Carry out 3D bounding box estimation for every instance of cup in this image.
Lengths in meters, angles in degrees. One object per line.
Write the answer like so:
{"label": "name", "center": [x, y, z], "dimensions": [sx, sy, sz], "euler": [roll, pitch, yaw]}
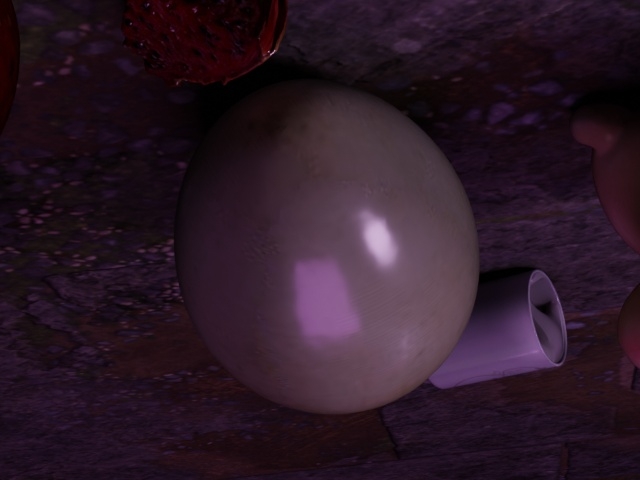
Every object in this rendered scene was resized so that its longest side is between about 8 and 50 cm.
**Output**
{"label": "cup", "center": [0.178, 0.094, 1.612], "dimensions": [0.133, 0.099, 0.136], "euler": [-15, 157, 25]}

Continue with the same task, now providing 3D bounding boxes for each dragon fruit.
{"label": "dragon fruit", "center": [-0.068, -0.137, 1.005], "dimensions": [0.097, 0.063, 0.131], "euler": [30, 156, 0]}

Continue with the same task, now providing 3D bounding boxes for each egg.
{"label": "egg", "center": [0.000, 0.000, 1.137], "dimensions": [0.218, 0.218, 0.295], "euler": [-9, 149, 10]}

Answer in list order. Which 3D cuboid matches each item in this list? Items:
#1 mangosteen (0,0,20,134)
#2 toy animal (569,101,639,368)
{"label": "mangosteen", "center": [-0.274, -0.118, 0.802], "dimensions": [0.215, 0.215, 0.257], "euler": [-12, 128, 20]}
{"label": "toy animal", "center": [0.298, 0.029, 1.135], "dimensions": [0.345, 0.246, 0.278], "euler": [15, 176, 44]}
